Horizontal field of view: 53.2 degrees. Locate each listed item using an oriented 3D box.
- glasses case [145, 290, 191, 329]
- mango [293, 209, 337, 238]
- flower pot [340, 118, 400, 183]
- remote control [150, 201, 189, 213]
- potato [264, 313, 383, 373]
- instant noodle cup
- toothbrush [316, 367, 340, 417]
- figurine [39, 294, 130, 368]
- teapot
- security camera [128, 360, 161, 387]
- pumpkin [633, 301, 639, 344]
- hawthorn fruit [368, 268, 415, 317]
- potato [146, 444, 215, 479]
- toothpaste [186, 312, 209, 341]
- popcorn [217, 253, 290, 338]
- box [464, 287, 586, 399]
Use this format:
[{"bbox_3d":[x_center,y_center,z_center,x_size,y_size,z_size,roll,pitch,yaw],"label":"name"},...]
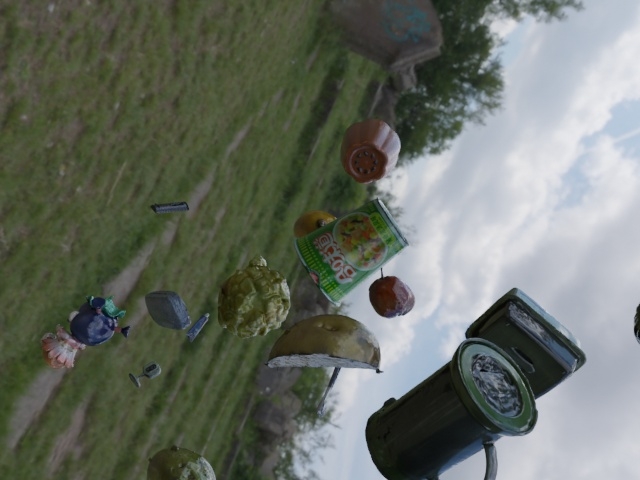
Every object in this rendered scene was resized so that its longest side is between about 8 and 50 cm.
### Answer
[{"bbox_3d":[-0.445,0.200,1.846,0.067,0.109,0.282,-30,-169,-30],"label":"glasses case"},{"bbox_3d":[0.000,0.000,1.840,0.119,0.176,0.317,-47,177,-12],"label":"mango"},{"bbox_3d":[0.142,-0.257,1.904,0.173,0.191,0.190,-68,-177,-68],"label":"flower pot"},{"bbox_3d":[-0.345,-0.078,1.466,0.091,0.034,0.016,-11,138,-48],"label":"remote control"},{"bbox_3d":[-0.008,0.189,1.204,0.138,0.243,0.098,46,45,-59],"label":"potato"},{"bbox_3d":[0.085,0.019,1.566,0.233,0.207,0.207,-33,-172,9],"label":"instant noodle cup"},{"bbox_3d":[0.032,0.426,1.879,0.288,0.024,0.026,-58,132,-65],"label":"toothbrush"},{"bbox_3d":[-0.494,0.195,1.339,0.195,0.111,0.102,-43,-144,4],"label":"figurine"},{"bbox_3d":[0.252,0.389,1.277,0.337,0.201,0.270,-47,-132,36],"label":"teapot"},{"bbox_3d":[-0.558,0.422,2.039,0.092,0.058,0.058,-36,167,-29],"label":"security camera"},{"bbox_3d":[0.763,0.159,1.364,0.211,0.152,0.211,-161,-90,-89],"label":"pumpkin"},{"bbox_3d":[0.246,0.183,2.281,0.157,0.193,0.157,-22,-179,0],"label":"hawthorn fruit"},{"bbox_3d":[-0.344,0.596,1.573,0.148,0.197,0.228,-41,161,-36],"label":"potato"},{"bbox_3d":[-0.294,0.206,1.534,0.019,0.027,0.083,-1,-142,37],"label":"toothpaste"},{"bbox_3d":[-0.196,0.167,1.826,0.235,0.181,0.216,-37,-116,38],"label":"popcorn"},{"bbox_3d":[0.573,0.294,1.796,0.220,0.290,0.166,-52,175,34],"label":"box"}]
